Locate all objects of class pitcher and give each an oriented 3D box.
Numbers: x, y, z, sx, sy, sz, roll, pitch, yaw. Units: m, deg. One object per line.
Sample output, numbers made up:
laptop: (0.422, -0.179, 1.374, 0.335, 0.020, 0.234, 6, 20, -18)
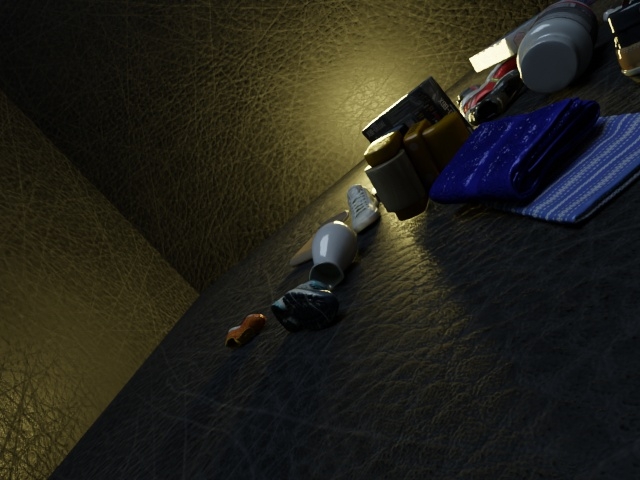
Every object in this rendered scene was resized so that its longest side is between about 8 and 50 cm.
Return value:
pitcher: (0.019, 0.056, 1.354, 0.177, 0.126, 0.207, -53, 12, 38)

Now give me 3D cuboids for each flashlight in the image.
flashlight: (0.644, -0.588, 1.783, 0.304, 0.103, 0.103, -42, 8, -2)

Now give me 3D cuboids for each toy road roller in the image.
toy road roller: (0.281, -0.224, 1.325, 0.241, 0.202, 0.329, -22, 17, 30)

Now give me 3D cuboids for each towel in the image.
towel: (0.347, -0.167, 0.943, 0.227, 0.076, 0.308, -45, 11, -9)
towel: (0.418, -0.131, 0.820, 0.243, 0.040, 0.336, -42, 10, 3)

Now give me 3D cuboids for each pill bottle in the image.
pill bottle: (0.620, -0.505, 1.279, 0.176, 0.176, 0.318, -32, 14, 46)

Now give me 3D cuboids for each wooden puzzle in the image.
wooden puzzle: (0.000, 0.000, 1.884, 0.238, 0.044, 0.221, -52, 14, -31)

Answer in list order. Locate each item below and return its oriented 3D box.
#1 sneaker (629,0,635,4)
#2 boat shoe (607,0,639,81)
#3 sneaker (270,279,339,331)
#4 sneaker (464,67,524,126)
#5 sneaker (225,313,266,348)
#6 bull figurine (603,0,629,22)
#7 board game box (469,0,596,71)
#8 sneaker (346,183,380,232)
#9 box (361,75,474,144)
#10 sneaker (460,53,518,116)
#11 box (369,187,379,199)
sneaker: (0.835, -0.604, 1.291, 0.162, 0.063, 0.073, -43, -9, -35)
boat shoe: (0.739, -0.502, 0.880, 0.500, 0.156, 0.187, -40, 8, 3)
sneaker: (-0.026, 0.136, 1.167, 0.122, 0.110, 0.283, -42, 9, -26)
sneaker: (0.570, -0.449, 1.548, 0.234, 0.078, 0.106, -43, 12, 14)
sneaker: (-0.224, 0.281, 1.484, 0.175, 0.064, 0.067, -41, 28, 32)
bull figurine: (0.823, -0.595, 1.114, 0.188, 0.101, 0.310, -45, 10, -29)
board game box: (0.720, -0.723, 1.687, 0.318, 0.065, 0.318, -33, 9, 3)
sneaker: (0.128, -0.116, 1.644, 0.106, 0.123, 0.290, -37, 12, 15)
box: (0.313, -0.345, 1.581, 0.076, 0.242, 0.307, -48, 11, -34)
sneaker: (0.610, -0.509, 1.655, 0.279, 0.107, 0.118, -45, 23, 9)
box: (0.245, -0.211, 1.885, 0.162, 0.029, 0.116, -42, 9, -15)
